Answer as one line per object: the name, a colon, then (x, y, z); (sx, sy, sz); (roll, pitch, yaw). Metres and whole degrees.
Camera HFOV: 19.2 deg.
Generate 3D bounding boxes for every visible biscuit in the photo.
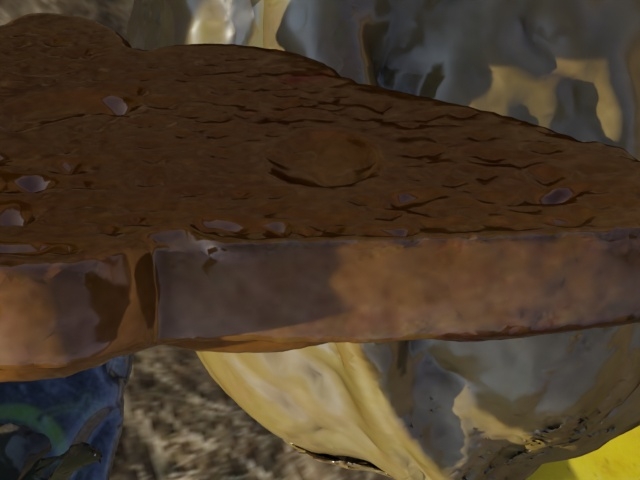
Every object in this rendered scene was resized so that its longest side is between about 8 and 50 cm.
biscuit: (-0.050, -0.012, 0.414); (0.280, 0.183, 0.043); (9, 116, 13)

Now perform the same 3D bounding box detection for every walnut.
walnut: (0.036, -0.036, 0.603); (0.198, 0.198, 0.245); (-5, 78, 6)

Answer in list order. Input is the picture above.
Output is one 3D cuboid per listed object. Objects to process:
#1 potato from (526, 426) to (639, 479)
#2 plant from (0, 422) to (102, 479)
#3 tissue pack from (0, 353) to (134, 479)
potato: (0.166, 0.050, 0.715); (0.173, 0.300, 0.140); (41, 64, -13)
plant: (-0.196, 0.179, 0.967); (0.131, 0.142, 0.203); (28, 86, -16)
tissue pack: (-0.318, 0.078, 1.163); (0.394, 0.124, 0.288); (13, 77, -15)
